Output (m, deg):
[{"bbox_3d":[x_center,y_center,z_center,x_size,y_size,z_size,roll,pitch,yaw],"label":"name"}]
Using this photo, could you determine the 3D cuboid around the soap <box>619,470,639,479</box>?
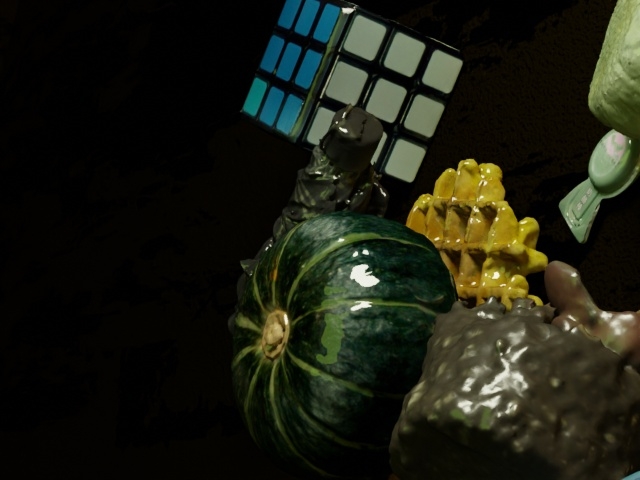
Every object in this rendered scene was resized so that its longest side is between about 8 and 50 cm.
[{"bbox_3d":[0.233,0.233,1.133,0.293,0.156,0.077,-33,35,27],"label":"soap"}]

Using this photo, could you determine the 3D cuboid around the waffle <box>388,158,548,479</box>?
[{"bbox_3d":[0.117,0.069,1.582,0.293,0.069,0.260,-57,30,30],"label":"waffle"}]

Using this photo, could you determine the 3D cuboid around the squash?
[{"bbox_3d":[0.023,0.096,1.491,0.252,0.165,0.252,-31,53,52],"label":"squash"}]

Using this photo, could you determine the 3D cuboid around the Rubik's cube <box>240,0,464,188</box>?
[{"bbox_3d":[0.031,-0.167,1.768,0.162,0.163,0.160,33,102,59],"label":"Rubik's cube"}]

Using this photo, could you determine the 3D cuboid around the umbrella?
[{"bbox_3d":[0.008,-0.002,1.711,0.128,0.154,0.336,42,125,18],"label":"umbrella"}]

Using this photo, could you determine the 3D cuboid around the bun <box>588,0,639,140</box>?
[{"bbox_3d":[0.306,-0.175,1.335,0.204,0.126,0.212,121,169,-78],"label":"bun"}]

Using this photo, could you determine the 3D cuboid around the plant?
[{"bbox_3d":[0.172,0.128,1.296,0.204,0.178,0.234,-30,18,54],"label":"plant"}]

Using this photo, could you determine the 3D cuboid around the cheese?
[{"bbox_3d":[0.254,-0.059,1.457,0.120,0.026,0.067,-55,32,26],"label":"cheese"}]
